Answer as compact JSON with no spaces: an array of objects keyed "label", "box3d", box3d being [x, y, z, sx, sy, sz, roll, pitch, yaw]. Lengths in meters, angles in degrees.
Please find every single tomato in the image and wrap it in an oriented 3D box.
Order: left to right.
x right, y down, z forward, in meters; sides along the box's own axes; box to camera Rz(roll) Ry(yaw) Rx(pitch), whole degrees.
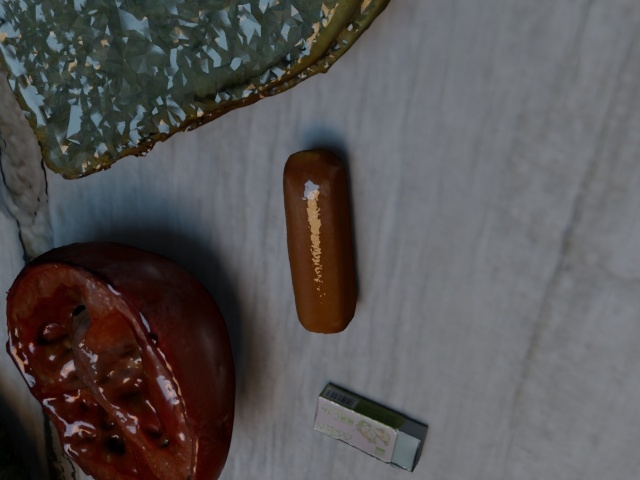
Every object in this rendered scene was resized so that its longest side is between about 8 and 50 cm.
[{"label":"tomato","box3d":[-0.144,0.090,0.650,0.228,0.101,0.227,18,124,30]}]

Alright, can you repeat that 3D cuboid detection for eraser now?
[{"label":"eraser","box3d":[0.036,0.140,0.625,0.083,0.019,0.038,21,124,17]}]

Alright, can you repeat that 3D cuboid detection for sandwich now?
[{"label":"sandwich","box3d":[-0.113,-0.203,0.453,0.271,0.099,0.301,-20,106,36]}]

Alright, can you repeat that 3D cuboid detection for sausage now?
[{"label":"sausage","box3d":[0.000,0.000,0.547,0.039,0.041,0.131,13,124,29]}]

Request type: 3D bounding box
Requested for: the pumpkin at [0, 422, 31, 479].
[{"label":"pumpkin","box3d":[-0.431,0.260,0.840,0.300,0.207,0.300,20,126,30]}]
